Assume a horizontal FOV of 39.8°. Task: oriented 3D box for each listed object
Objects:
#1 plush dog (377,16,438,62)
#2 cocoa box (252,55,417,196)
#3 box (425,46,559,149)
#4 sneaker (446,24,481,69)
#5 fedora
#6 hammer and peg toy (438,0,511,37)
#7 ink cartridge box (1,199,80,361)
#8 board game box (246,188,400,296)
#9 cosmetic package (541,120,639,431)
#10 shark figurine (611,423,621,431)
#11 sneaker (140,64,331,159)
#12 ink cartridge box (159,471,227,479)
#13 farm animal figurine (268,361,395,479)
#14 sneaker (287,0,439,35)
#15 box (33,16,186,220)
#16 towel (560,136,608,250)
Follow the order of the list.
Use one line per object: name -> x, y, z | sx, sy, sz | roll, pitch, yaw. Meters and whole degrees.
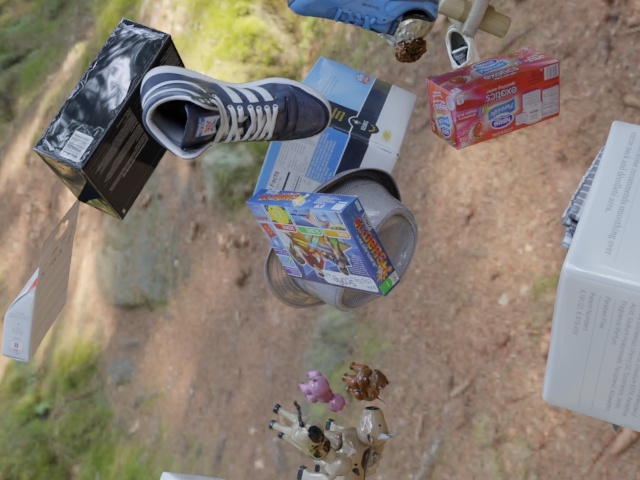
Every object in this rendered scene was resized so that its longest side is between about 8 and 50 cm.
plush dog -> 0.150, -0.477, 1.741 | 0.225, 0.210, 0.263 | 47, 139, 50
cocoa box -> 0.032, -0.180, 1.743 | 0.347, 0.227, 0.232 | -67, -1, -61
box -> 0.362, -0.301, 1.853 | 0.122, 0.256, 0.128 | -132, 27, -54
sneaker -> 0.363, -0.418, 2.186 | 0.235, 0.090, 0.095 | 68, -160, -4
fedora -> 0.055, 0.020, 1.425 | 0.275, 0.244, 0.124 | -46, 48, -9
hammer and peg toy -> 0.292, -0.510, 1.568 | 0.361, 0.127, 0.266 | -83, 14, -69
ink cartridge box -> -0.469, 0.057, 1.488 | 0.189, 0.066, 0.232 | -80, 1, -62
board game box -> 0.000, 0.000, 1.162 | 0.201, 0.035, 0.136 | 9, 135, 50
cosmetic package -> 0.564, 0.081, 1.281 | 0.327, 0.393, 0.329 | 82, -149, -46
shark figurine -> 0.588, 0.334, 1.596 | 0.278, 0.166, 0.116 | 48, 118, 12
sneaker -> -0.118, -0.173, 1.256 | 0.153, 0.282, 0.099 | -101, 20, -62
ink cartridge box -> -0.130, 0.424, 0.991 | 0.197, 0.114, 0.273 | 15, 80, 42
farm animal figurine -> 0.052, 0.418, 1.828 | 0.172, 0.330, 0.327 | 20, 118, 32
sneaker -> 0.062, -0.316, 1.196 | 0.069, 0.209, 0.082 | 162, 98, -78
box -> -0.319, -0.193, 1.427 | 0.261, 0.103, 0.184 | -61, -20, -17
towel -> 0.587, -0.063, 1.617 | 0.284, 0.235, 0.121 | -54, -13, -34
